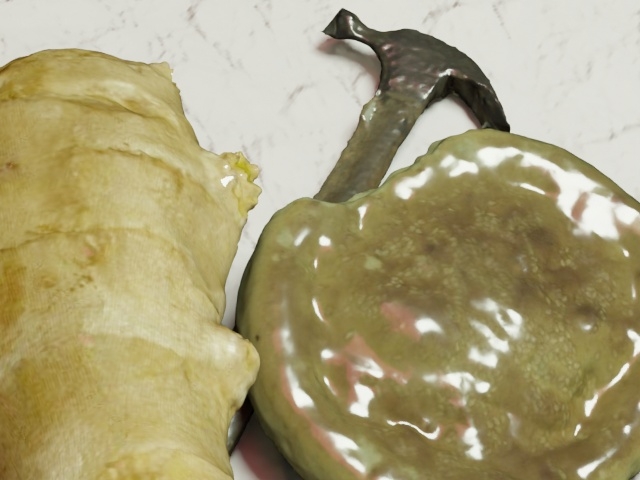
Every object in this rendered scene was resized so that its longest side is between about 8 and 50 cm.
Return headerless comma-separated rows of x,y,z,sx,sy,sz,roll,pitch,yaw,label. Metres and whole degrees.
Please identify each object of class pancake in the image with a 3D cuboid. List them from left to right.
0.076,0.040,0.928,0.236,0.042,0.222,-6,59,-17,pancake

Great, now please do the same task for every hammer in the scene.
0.000,0.000,0.979,0.125,0.027,0.297,24,56,11,hammer

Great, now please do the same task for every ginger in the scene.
-0.136,0.054,0.832,0.236,0.166,0.375,-6,30,-1,ginger
